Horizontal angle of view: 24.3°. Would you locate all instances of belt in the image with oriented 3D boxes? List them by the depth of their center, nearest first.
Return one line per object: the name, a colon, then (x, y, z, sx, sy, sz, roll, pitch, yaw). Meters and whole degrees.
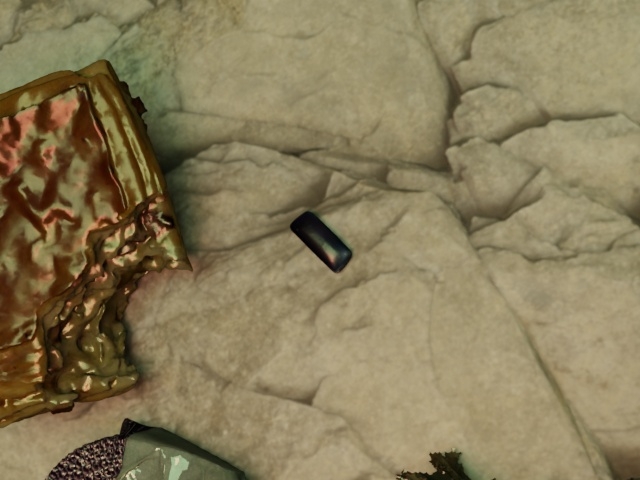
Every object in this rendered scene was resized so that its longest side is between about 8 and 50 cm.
belt: (-0.181, 0.358, 1.675, 0.324, 0.122, 0.260, 24, 93, 20)

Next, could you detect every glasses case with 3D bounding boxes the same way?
glasses case: (0.000, 0.000, 1.727, 0.083, 0.023, 0.033, 45, 98, 19)

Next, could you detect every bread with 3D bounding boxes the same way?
bread: (-0.300, 0.008, 1.742, 0.314, 0.191, 0.370, -19, 87, 8)

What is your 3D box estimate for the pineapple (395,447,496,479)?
pineapple: (0.240, 0.328, 1.536, 0.361, 0.175, 0.175, 27, 89, 33)
